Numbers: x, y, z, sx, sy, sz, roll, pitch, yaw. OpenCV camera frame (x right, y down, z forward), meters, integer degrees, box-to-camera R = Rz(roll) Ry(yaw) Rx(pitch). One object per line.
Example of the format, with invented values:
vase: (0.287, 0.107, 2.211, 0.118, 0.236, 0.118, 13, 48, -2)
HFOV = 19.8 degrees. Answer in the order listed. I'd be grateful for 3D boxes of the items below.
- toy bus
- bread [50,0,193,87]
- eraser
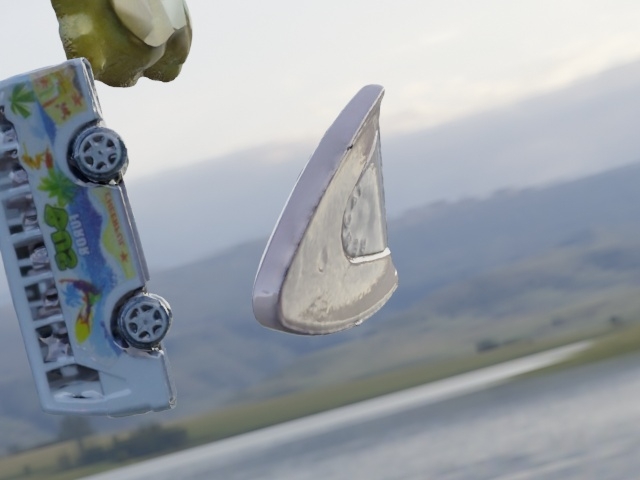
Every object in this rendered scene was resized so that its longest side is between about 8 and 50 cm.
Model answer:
toy bus: (-0.222, 0.005, 1.679, 0.136, 0.329, 0.109, -14, 1, -3)
bread: (-0.221, -0.260, 2.092, 0.088, 0.160, 0.233, -23, -3, 31)
eraser: (-0.001, 0.000, 1.586, 0.059, 0.204, 0.243, 10, 31, 26)
